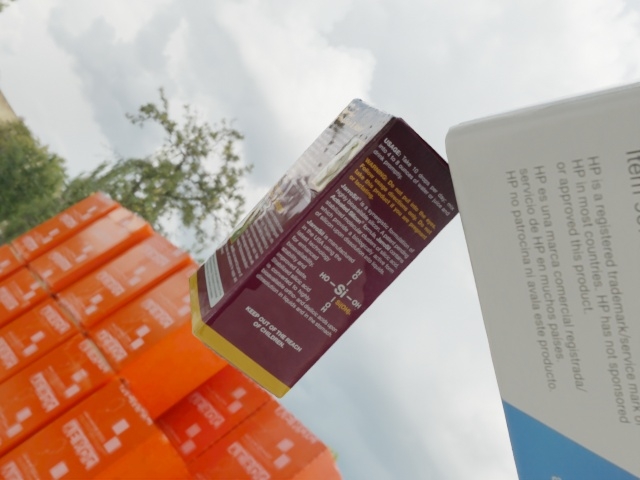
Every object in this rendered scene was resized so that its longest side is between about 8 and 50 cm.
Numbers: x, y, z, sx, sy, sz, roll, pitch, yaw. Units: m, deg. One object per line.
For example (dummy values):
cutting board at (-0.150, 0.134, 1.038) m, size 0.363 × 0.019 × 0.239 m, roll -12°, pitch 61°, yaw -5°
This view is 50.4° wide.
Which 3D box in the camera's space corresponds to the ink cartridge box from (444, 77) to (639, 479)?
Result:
ink cartridge box at (0.289, 0.042, 0.287) m, size 0.395 × 0.166 × 0.285 m, roll -7°, pitch -79°, yaw 37°

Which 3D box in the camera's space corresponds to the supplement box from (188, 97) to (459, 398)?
supplement box at (0.000, 0.000, 0.474) m, size 0.081 × 0.188 × 0.104 m, roll 42°, pitch 5°, yaw -21°
